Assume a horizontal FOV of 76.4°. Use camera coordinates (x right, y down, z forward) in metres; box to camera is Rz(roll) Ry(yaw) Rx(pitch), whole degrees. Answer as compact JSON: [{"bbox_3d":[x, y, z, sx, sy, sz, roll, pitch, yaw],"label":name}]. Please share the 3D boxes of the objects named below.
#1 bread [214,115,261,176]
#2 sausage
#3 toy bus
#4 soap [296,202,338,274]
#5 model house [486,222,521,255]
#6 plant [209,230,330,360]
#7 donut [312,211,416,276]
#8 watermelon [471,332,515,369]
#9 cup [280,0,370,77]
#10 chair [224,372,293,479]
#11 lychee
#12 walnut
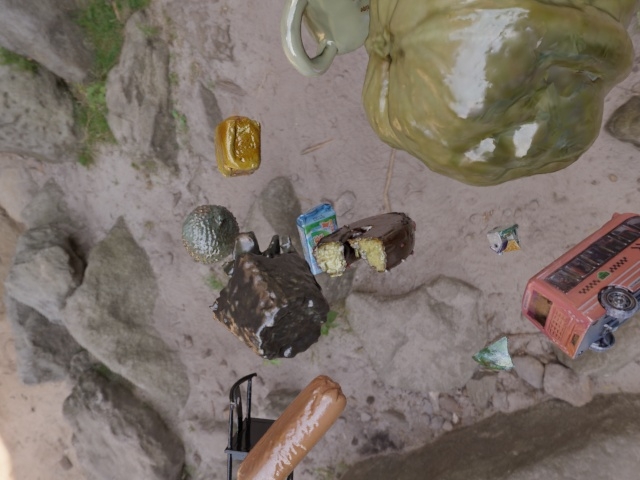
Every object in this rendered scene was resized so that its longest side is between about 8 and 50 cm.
[{"bbox_3d":[-0.268,-0.294,1.305,0.132,0.294,0.167,-13,97,-18],"label":"bread"},{"bbox_3d":[-0.059,0.376,0.769,0.086,0.086,0.289,39,100,11],"label":"sausage"},{"bbox_3d":[0.766,0.105,1.086,0.233,0.426,0.203,47,161,42],"label":"toy bus"},{"bbox_3d":[0.000,0.000,1.599,0.077,0.156,0.293,37,145,56],"label":"soap"},{"bbox_3d":[0.678,0.000,1.494,0.087,0.100,0.100,-11,98,50],"label":"model house"},{"bbox_3d":[-0.118,0.104,0.855,0.276,0.188,0.199,46,117,44],"label":"plant"},{"bbox_3d":[0.157,0.009,1.296,0.345,0.259,0.136,-8,107,46],"label":"donut"},{"bbox_3d":[0.534,0.351,1.248,0.155,0.080,0.101,-38,81,33],"label":"watermelon"},{"bbox_3d":[-0.007,-0.477,0.816,0.255,0.202,0.173,-47,59,6],"label":"cup"},{"bbox_3d":[-0.133,0.456,0.926,0.141,0.154,0.260,3,95,7],"label":"chair"},{"bbox_3d":[-0.481,-0.027,1.780,0.255,0.255,0.274,53,137,4],"label":"lychee"},{"bbox_3d":[0.188,-0.206,0.452,0.276,0.253,0.282,5,82,-11],"label":"walnut"}]
